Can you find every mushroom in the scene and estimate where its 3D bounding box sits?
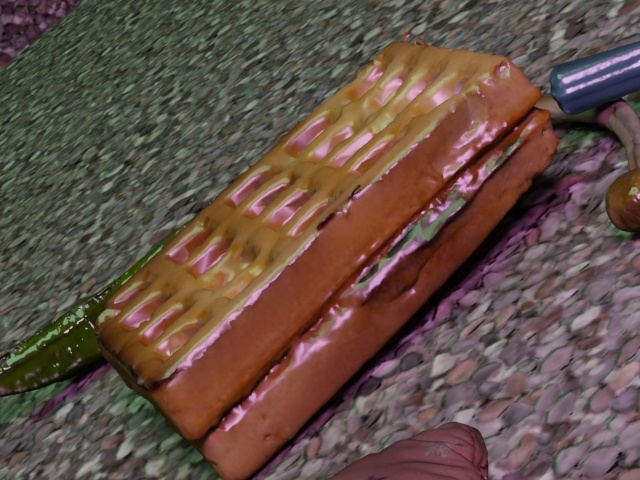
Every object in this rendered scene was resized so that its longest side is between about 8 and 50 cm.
[{"bbox_3d":[0.177,-0.069,1.097,0.068,0.043,0.306,-12,19,-5],"label":"mushroom"}]

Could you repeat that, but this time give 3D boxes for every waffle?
[{"bbox_3d":[0.000,0.000,1.121,0.327,0.098,0.224,-43,22,-8],"label":"waffle"}]

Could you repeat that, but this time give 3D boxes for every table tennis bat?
[{"bbox_3d":[0.248,-0.128,1.072,0.201,0.033,0.124,-18,22,9],"label":"table tennis bat"}]

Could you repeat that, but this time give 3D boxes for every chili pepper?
[{"bbox_3d":[-0.136,0.028,1.324,0.359,0.076,0.085,-36,2,-9],"label":"chili pepper"}]

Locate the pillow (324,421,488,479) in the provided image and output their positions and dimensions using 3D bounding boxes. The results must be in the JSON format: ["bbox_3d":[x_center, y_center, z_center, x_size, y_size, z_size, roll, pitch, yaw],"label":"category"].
[{"bbox_3d":[-0.001,0.189,0.771,0.223,0.084,0.236,-36,20,6],"label":"pillow"}]
